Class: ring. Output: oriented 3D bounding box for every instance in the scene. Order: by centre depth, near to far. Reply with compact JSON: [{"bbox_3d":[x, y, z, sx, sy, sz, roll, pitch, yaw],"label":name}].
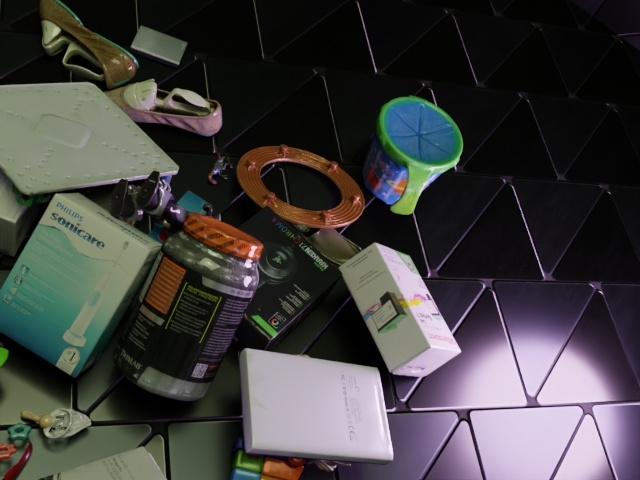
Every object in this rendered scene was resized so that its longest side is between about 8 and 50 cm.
[{"bbox_3d":[-0.045,-0.146,2.044,0.336,0.032,0.336,15,34,-11],"label":"ring"}]

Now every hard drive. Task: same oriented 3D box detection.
[{"bbox_3d":[-0.009,0.340,1.655,0.319,0.040,0.210,13,51,-28],"label":"hard drive"},{"bbox_3d":[-0.438,-0.525,2.212,0.135,0.022,0.094,19,52,-9],"label":"hard drive"}]

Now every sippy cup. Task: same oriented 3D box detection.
[{"bbox_3d":[0.221,-0.219,2.141,0.240,0.224,0.305,43,53,9],"label":"sippy cup"}]

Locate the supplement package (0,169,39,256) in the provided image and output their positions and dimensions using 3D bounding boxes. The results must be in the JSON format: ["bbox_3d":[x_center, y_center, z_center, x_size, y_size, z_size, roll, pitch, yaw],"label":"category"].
[{"bbox_3d":[-0.736,-0.091,1.720,0.244,0.139,0.134,21,51,-7],"label":"supplement package"}]

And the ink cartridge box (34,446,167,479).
[{"bbox_3d":[-0.426,0.541,1.302,0.395,0.285,0.166,-13,23,-29],"label":"ink cartridge box"}]

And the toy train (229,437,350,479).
[{"bbox_3d":[-0.064,0.488,1.627,0.248,0.105,0.143,17,63,-11],"label":"toy train"}]

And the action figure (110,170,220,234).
[{"bbox_3d":[-0.310,-0.057,1.723,0.185,0.285,0.099,5,77,24],"label":"action figure"}]

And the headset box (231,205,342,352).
[{"bbox_3d":[-0.141,0.102,1.834,0.246,0.131,0.283,42,53,10],"label":"headset box"}]

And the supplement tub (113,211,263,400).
[{"bbox_3d":[-0.256,0.128,1.621,0.207,0.207,0.338,26,96,-4],"label":"supplement tub"}]

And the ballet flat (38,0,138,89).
[{"bbox_3d":[-0.621,-0.494,2.067,0.342,0.116,0.124,38,70,9],"label":"ballet flat"}]

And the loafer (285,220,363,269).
[{"bbox_3d":[0.000,0.000,1.988,0.251,0.087,0.094,26,52,-3],"label":"loafer"}]

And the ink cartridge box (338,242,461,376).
[{"bbox_3d":[0.184,0.163,1.877,0.201,0.117,0.278,19,40,-59],"label":"ink cartridge box"}]

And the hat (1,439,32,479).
[{"bbox_3d":[-0.568,0.506,1.453,0.173,0.183,0.208,38,92,11],"label":"hat"}]

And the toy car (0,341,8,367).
[{"bbox_3d":[-0.696,0.192,1.524,0.225,0.053,0.239,25,50,-4],"label":"toy car"}]

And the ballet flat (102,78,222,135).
[{"bbox_3d":[-0.398,-0.351,2.055,0.316,0.106,0.107,9,54,-16],"label":"ballet flat"}]

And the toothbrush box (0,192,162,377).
[{"bbox_3d":[-0.482,0.083,1.609,0.216,0.126,0.295,30,96,1],"label":"toothbrush box"}]

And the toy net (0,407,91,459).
[{"bbox_3d":[-0.549,0.348,1.526,0.232,0.045,0.122,-1,30,-19],"label":"toy net"}]

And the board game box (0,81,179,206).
[{"bbox_3d":[-0.581,-0.227,1.820,0.390,0.050,0.390,-15,49,-47],"label":"board game box"}]

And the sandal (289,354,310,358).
[{"bbox_3d":[-0.033,0.295,1.774,0.265,0.102,0.076,18,51,-21],"label":"sandal"}]

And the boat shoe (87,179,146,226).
[{"bbox_3d":[-0.469,-0.057,1.825,0.123,0.116,0.324,14,33,6],"label":"boat shoe"}]

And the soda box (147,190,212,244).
[{"bbox_3d":[-0.339,-0.017,1.875,0.071,0.067,0.210,33,51,3],"label":"soda box"}]

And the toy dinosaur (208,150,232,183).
[{"bbox_3d":[-0.260,-0.177,2.049,0.082,0.047,0.090,-37,43,-28],"label":"toy dinosaur"}]
